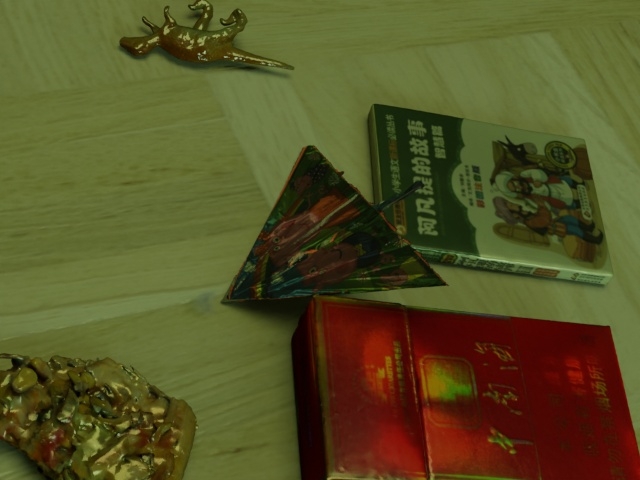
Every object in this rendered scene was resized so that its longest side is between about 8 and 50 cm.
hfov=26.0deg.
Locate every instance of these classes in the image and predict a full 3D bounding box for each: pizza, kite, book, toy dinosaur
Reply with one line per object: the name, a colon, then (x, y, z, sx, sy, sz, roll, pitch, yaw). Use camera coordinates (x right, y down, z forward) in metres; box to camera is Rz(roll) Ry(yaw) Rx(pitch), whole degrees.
pizza: (-0.208, 0.152, 1.205, 0.226, 0.069, 0.147, 36, 52, 10)
kite: (0.000, 0.000, 1.380, 0.234, 0.016, 0.321, -33, 36, -6)
book: (0.185, -0.052, 1.533, 0.264, 0.027, 0.202, 8, 52, -14)
toy dinosaur: (-0.127, -0.209, 1.542, 0.162, 0.039, 0.126, 41, 61, 7)

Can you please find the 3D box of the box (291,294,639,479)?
box: (0.136, 0.166, 1.305, 0.313, 0.089, 0.197, 6, 53, -15)
